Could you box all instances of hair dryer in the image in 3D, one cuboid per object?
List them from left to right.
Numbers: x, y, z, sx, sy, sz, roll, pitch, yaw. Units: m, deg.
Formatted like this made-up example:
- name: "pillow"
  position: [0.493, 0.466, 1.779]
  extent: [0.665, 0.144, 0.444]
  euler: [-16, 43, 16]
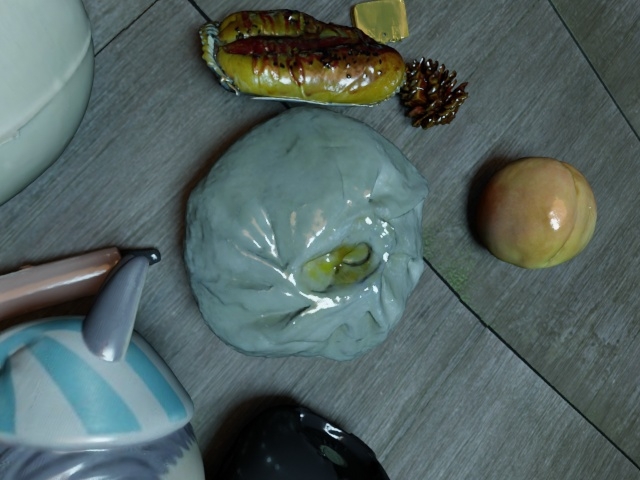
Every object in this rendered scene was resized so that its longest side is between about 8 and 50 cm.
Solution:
- name: "hair dryer"
  position: [-0.369, 0.049, 0.490]
  extent: [0.344, 0.107, 0.189]
  euler: [-17, 97, -26]

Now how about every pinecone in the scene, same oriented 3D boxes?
- name: "pinecone"
  position: [0.165, -0.225, 0.645]
  extent: [0.109, 0.102, 0.102]
  euler: [41, 80, 11]

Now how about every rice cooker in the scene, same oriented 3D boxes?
- name: "rice cooker"
  position: [-0.029, 0.357, 0.533]
  extent: [0.267, 0.267, 0.224]
  euler: [35, 87, -18]

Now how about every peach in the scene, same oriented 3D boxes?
- name: "peach"
  position: [0.345, -0.047, 0.674]
  extent: [0.184, 0.184, 0.184]
  euler: [-1, 94, -19]

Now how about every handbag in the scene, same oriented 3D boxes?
- name: "handbag"
  position: [0.090, -0.332, 0.641]
  extent: [0.083, 0.027, 0.061]
  euler: [-16, 103, -12]

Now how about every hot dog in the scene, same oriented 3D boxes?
- name: "hot dog"
  position: [-0.020, -0.244, 0.554]
  extent: [0.270, 0.082, 0.163]
  euler: [0, 52, -12]

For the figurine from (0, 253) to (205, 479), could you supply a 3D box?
- name: "figurine"
  position: [-0.284, 0.194, 0.445]
  extent: [0.361, 0.266, 0.378]
  euler: [6, 57, 10]

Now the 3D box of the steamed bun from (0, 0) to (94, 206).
- name: "steamed bun"
  position: [-0.385, -0.151, 0.336]
  extent: [0.374, 0.334, 0.334]
  euler: [-45, 107, -28]

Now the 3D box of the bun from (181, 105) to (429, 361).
- name: "bun"
  position: [-0.001, -0.006, 0.546]
  extent: [0.354, 0.194, 0.354]
  euler: [-2, 96, -20]
